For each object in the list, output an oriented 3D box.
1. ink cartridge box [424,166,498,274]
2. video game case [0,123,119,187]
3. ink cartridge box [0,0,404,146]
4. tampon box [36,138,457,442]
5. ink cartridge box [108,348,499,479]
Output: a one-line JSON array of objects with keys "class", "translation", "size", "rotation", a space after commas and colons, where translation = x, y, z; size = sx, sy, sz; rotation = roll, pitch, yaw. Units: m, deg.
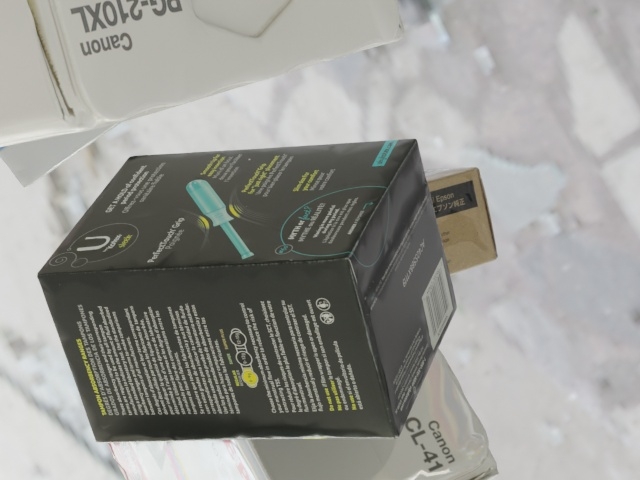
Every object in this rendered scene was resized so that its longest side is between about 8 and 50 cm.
[{"class": "ink cartridge box", "translation": [0.000, 0.000, 1.611], "size": [0.234, 0.193, 0.088], "rotation": [-2, 102, 53]}, {"class": "video game case", "translation": [-0.226, -0.207, 1.476], "size": [0.244, 0.061, 0.269], "rotation": [-30, 102, 35]}, {"class": "ink cartridge box", "translation": [-0.119, -0.081, 0.619], "size": [0.237, 0.172, 0.100], "rotation": [-7, 100, 37]}, {"class": "tampon box", "translation": [-0.032, 0.025, 0.919], "size": [0.161, 0.120, 0.101], "rotation": [-3, 120, 23]}, {"class": "ink cartridge box", "translation": [-0.028, 0.123, 1.165], "size": [0.226, 0.131, 0.306], "rotation": [61, 159, 21]}]
